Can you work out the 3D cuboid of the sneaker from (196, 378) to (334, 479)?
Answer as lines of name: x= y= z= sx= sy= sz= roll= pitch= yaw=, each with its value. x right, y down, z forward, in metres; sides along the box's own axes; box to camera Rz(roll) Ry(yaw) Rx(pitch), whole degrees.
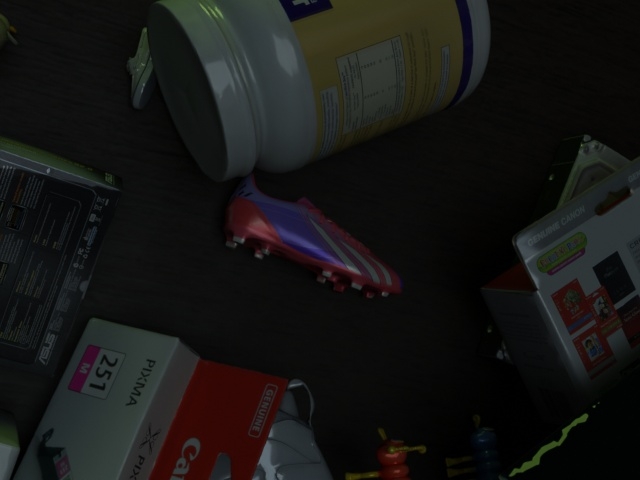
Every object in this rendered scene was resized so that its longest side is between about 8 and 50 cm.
sneaker: x=-0.155 y=0.283 z=0.999 sx=0.365 sy=0.137 sz=0.210 roll=-10 pitch=79 yaw=-9

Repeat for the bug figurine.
bug figurine: x=0.157 y=0.325 z=1.071 sx=0.279 sy=0.072 sz=0.216 roll=6 pitch=69 yaw=-46

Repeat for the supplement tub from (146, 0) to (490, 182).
supplement tub: x=-0.003 y=-0.218 z=1.007 sx=0.331 sy=0.241 sz=0.241 roll=-24 pitch=97 yaw=-20

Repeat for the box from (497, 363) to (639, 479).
box: x=0.487 y=0.357 z=1.042 sx=0.480 sy=0.297 sz=0.472 roll=-31 pitch=133 yaw=-19

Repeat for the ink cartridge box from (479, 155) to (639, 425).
ink cartridge box: x=0.378 y=0.046 z=1.136 sx=0.309 sy=0.130 sz=0.272 roll=-29 pitch=99 yaw=-20

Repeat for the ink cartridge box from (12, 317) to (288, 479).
ink cartridge box: x=-0.191 y=0.232 z=0.913 sx=0.060 sy=0.239 sz=0.275 roll=54 pitch=51 yaw=-53

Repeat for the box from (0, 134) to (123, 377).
box: x=-0.333 y=0.014 z=0.935 sx=0.183 sy=0.056 sz=0.231 roll=18 pitch=103 yaw=-19

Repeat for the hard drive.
hard drive: x=0.384 y=0.054 z=1.243 sx=0.237 sy=0.064 sz=0.339 roll=29 pitch=78 yaw=-18

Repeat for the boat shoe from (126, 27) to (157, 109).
boat shoe: x=-0.210 y=-0.204 z=1.043 sx=0.035 sy=0.035 sz=0.100 roll=15 pitch=87 yaw=8

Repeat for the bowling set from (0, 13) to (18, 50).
bowling set: x=-0.474 y=-0.179 z=0.901 sx=0.287 sy=0.154 sz=0.200 roll=18 pitch=101 yaw=-21

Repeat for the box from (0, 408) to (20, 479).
box: x=-0.428 y=0.326 z=0.846 sx=0.168 sy=0.215 sz=0.345 roll=20 pitch=81 yaw=-19

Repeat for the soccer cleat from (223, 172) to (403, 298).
soccer cleat: x=0.000 y=0.000 z=1.092 sx=0.248 sy=0.083 sz=0.095 roll=21 pitch=77 yaw=-16
